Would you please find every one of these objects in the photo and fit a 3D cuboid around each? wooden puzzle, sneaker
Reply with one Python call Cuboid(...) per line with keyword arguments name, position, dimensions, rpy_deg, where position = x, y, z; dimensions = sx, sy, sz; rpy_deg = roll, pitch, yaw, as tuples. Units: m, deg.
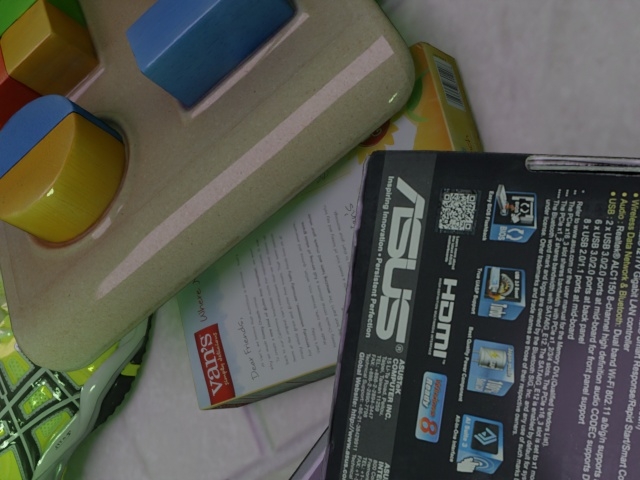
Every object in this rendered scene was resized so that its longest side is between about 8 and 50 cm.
Cuboid(name="wooden puzzle", position=(-0.140, -0.135, 0.647), dimensions=(0.322, 0.080, 0.347), rpy_deg=(-38, 55, 15))
Cuboid(name="sneaker", position=(-0.252, 0.114, 0.713), dimensions=(0.145, 0.147, 0.384), rpy_deg=(19, 88, 38))

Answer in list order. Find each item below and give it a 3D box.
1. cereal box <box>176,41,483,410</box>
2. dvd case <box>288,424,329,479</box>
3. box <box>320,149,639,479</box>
Cuboid(name="cereal box", position=(0.000, 0.000, 0.611), dimensions=(0.240, 0.047, 0.172), rpy_deg=(-23, 72, 33))
Cuboid(name="dvd case", position=(0.104, 0.107, 0.469), dimensions=(0.179, 0.029, 0.238), rpy_deg=(35, 85, 21))
Cuboid(name="box", position=(0.139, 0.170, 0.320), dimensions=(0.318, 0.097, 0.394), rpy_deg=(5, 85, 37))
